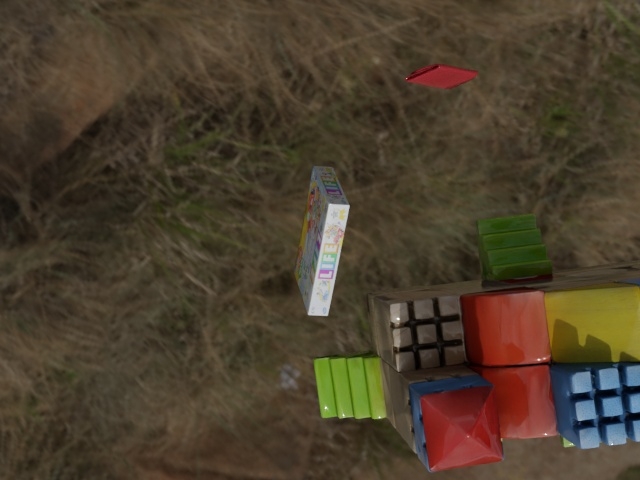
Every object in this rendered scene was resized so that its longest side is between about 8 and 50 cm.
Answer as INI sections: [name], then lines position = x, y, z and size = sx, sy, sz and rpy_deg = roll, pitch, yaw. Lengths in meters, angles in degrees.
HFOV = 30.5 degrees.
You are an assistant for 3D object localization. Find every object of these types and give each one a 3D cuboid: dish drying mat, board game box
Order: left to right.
[board game box]
position = 0.000, 0.000, 1.436
size = 0.026, 0.103, 0.154
rpy_deg = 3, 118, -14
[dish drying mat]
position = 0.098, -0.133, 0.942
size = 0.083, 0.032, 0.008
rpy_deg = -4, 77, -60

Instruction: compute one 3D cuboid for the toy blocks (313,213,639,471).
[toy blocks]
position = 0.193, 0.075, 0.824
size = 0.381, 0.261, 0.191
rpy_deg = -7, 91, -5
